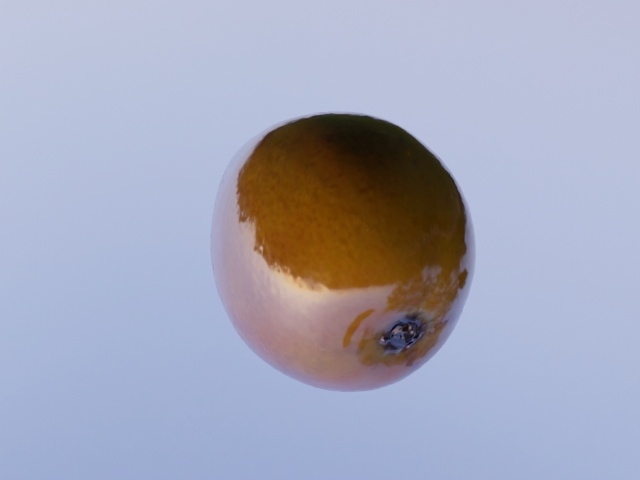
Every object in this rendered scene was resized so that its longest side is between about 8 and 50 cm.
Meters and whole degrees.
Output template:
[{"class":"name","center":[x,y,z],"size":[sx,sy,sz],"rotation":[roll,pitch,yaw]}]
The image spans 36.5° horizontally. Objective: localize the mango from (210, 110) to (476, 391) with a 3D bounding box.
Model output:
[{"class":"mango","center":[0.000,0.000,0.942],"size":[0.221,0.264,0.378],"rotation":[-3,-162,-21]}]
